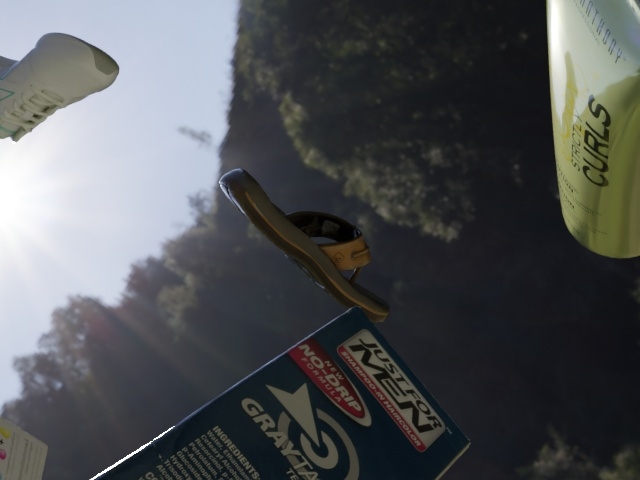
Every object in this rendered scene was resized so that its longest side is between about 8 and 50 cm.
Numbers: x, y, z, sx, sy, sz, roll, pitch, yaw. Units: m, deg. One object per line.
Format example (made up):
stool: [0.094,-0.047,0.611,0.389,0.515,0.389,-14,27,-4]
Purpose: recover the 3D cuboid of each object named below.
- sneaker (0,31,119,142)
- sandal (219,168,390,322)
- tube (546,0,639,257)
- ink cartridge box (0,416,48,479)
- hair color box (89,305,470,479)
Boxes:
sneaker: [-0.189,-0.094,0.768,0.054,0.152,0.061,37,-121,-40]
sandal: [0.000,0.000,0.975,0.060,0.090,0.219,-48,-53,-3]
tube: [0.125,-0.059,0.501,0.062,0.070,0.240,-63,-21,-11]
ink cartridge box: [-0.274,0.156,0.797,0.181,0.062,0.104,47,-143,-46]
hair color box: [-0.077,0.165,0.542,0.174,0.105,0.347,-45,-9,31]
